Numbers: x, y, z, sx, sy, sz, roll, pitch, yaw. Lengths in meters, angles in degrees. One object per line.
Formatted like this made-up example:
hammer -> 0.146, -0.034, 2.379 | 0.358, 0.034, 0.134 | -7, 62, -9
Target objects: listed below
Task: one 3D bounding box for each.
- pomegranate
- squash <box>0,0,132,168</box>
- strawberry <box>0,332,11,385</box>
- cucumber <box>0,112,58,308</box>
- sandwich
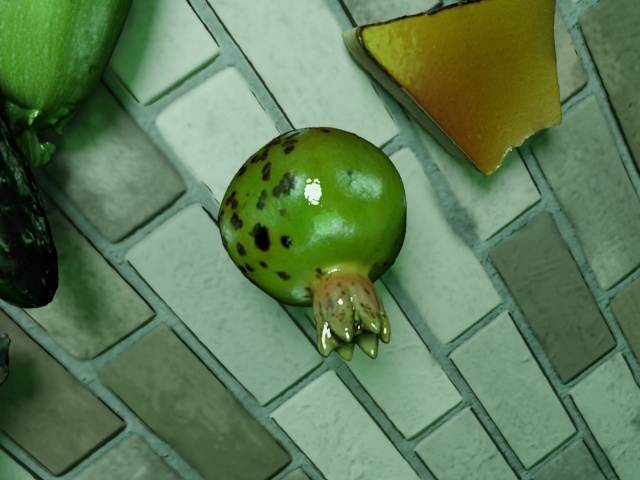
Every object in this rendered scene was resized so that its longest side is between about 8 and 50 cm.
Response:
pomegranate -> 0.000, 0.000, 0.427 | 0.159, 0.205, 0.159 | -13, 144, -10
squash -> -0.171, -0.234, 0.367 | 0.101, 0.101, 0.378 | 19, 102, -18
strawberry -> -0.385, 0.148, 0.385 | 0.286, 0.106, 0.188 | -34, 101, -34
cucumber -> -0.247, -0.091, 0.332 | 0.072, 0.081, 0.303 | -14, 100, 15
sandwich -> 0.130, -0.139, 0.487 | 0.193, 0.058, 0.162 | -17, 109, -11
